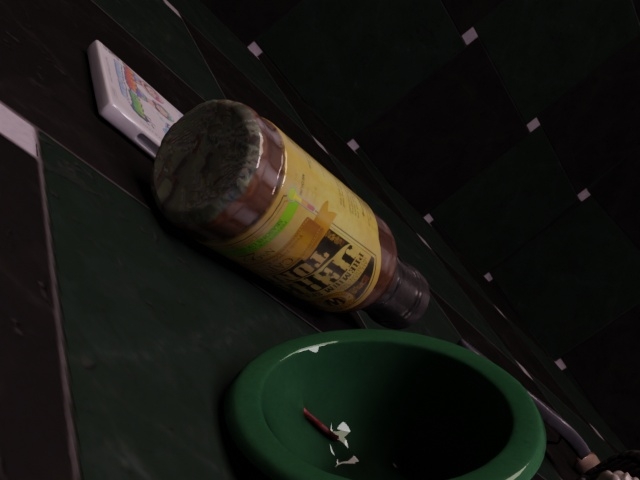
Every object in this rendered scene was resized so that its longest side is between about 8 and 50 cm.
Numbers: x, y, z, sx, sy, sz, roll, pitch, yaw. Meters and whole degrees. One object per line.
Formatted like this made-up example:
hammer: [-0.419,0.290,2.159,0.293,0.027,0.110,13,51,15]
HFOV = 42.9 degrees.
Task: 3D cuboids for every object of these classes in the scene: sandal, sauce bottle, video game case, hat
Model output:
sandal: [0.296,0.248,1.237,0.254,0.054,0.097,38,3,2]
sauce bottle: [0.000,0.000,0.728,0.344,0.111,0.111,33,18,-50]
video game case: [-0.155,-0.111,0.765,0.143,0.019,0.157,41,12,-35]
hat: [0.041,0.172,0.500,0.208,0.184,0.173,-3,25,-20]

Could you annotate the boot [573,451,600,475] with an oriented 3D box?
boot: [0.475,0.408,1.373,0.118,0.042,0.087,34,19,-53]

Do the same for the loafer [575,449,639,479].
loafer: [0.326,0.350,0.771,0.130,0.133,0.366,49,19,-16]

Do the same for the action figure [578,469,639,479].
action figure: [0.224,0.265,0.588,0.164,0.141,0.276,44,13,-2]
